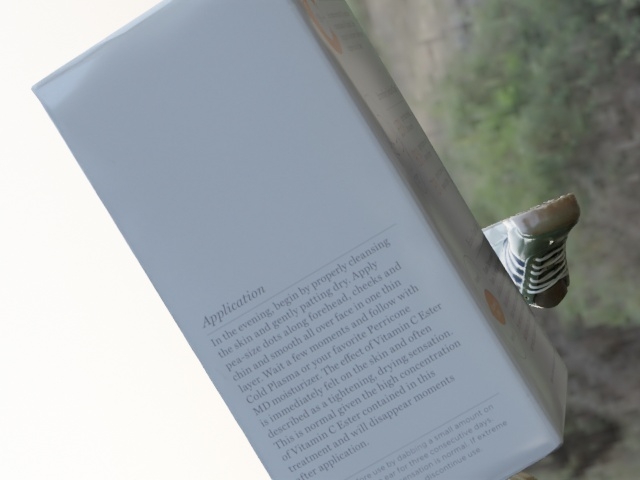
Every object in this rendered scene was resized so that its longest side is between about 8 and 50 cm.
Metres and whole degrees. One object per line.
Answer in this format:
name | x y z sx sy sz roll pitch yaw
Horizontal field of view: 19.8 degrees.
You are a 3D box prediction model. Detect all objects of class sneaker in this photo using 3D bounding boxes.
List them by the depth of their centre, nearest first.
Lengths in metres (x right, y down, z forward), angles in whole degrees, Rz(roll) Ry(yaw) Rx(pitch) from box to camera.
sneaker | 0.191 0.014 1.568 0.192 0.064 0.086 146 102 -79

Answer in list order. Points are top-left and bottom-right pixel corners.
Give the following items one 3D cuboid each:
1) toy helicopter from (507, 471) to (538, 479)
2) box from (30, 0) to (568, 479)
toy helicopter | 0.094 0.280 1.462 0.355 0.235 0.140 57 -163 17
box | 0.000 0.000 1.172 0.345 0.168 0.215 59 -169 -2
